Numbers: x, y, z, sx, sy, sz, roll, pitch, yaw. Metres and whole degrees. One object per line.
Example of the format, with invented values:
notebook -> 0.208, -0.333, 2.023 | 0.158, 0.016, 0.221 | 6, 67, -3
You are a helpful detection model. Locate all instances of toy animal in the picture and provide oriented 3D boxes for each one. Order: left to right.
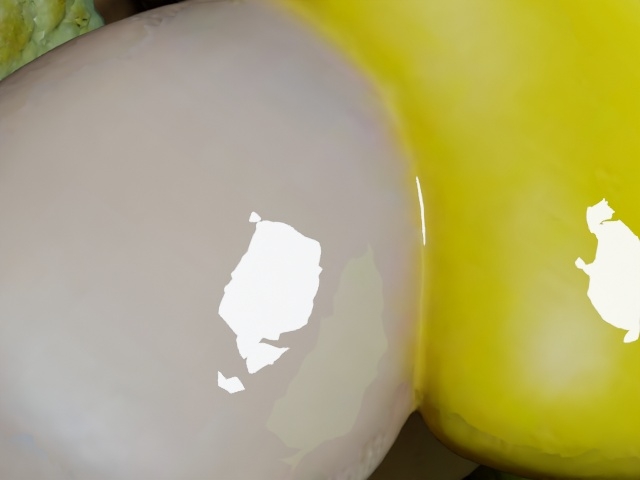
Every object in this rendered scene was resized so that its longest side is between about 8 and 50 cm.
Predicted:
toy animal -> 0.015, 0.016, 0.671 | 0.345, 0.277, 0.247 | -50, 172, -17

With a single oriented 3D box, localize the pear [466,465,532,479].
pear -> 0.242, 0.099, 1.077 | 0.413, 0.352, 0.352 | 81, 31, -49

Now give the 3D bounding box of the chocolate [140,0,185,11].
chocolate -> -0.048, -0.173, 0.791 | 0.093, 0.148, 0.214 | -48, 128, -23

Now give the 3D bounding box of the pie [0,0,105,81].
pie -> -0.171, 0.024, 0.682 | 0.296, 0.078, 0.371 | 41, 60, -48
